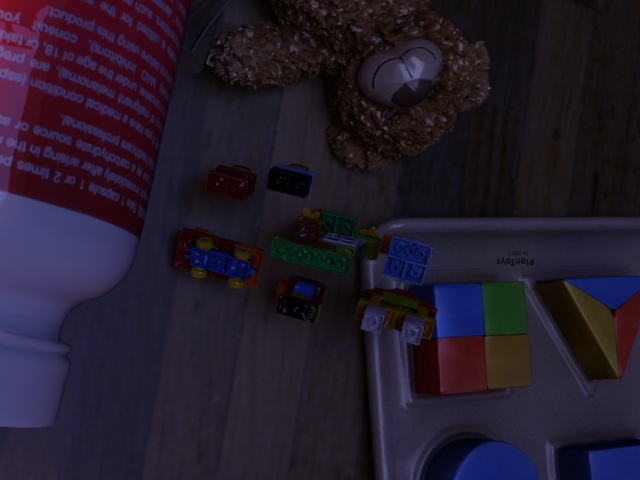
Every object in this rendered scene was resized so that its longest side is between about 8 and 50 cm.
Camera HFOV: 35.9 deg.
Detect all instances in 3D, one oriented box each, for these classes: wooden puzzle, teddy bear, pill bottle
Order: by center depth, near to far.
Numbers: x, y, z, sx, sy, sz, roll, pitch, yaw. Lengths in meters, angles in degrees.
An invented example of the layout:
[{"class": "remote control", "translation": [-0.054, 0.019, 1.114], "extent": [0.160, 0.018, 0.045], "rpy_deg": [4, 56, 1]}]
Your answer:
[{"class": "pill bottle", "translation": [-0.212, -0.097, 0.637], "extent": [0.229, 0.229, 0.408], "rpy_deg": [14, 81, -23]}, {"class": "teddy bear", "translation": [0.014, -0.223, 0.814], "extent": [0.245, 0.113, 0.338], "rpy_deg": [-16, 94, -22]}, {"class": "wooden puzzle", "translation": [0.198, 0.152, 0.893], "extent": [0.322, 0.080, 0.348], "rpy_deg": [-1, 88, -25]}]

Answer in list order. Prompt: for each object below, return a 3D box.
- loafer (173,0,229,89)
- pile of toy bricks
[{"class": "loafer", "translation": [-0.103, -0.162, 0.759], "extent": [0.050, 0.148, 0.056], "rpy_deg": [28, 35, -35]}, {"class": "pile of toy bricks", "translation": [0.000, 0.000, 0.801], "extent": [0.212, 0.105, 0.118], "rpy_deg": [16, 106, 6]}]
